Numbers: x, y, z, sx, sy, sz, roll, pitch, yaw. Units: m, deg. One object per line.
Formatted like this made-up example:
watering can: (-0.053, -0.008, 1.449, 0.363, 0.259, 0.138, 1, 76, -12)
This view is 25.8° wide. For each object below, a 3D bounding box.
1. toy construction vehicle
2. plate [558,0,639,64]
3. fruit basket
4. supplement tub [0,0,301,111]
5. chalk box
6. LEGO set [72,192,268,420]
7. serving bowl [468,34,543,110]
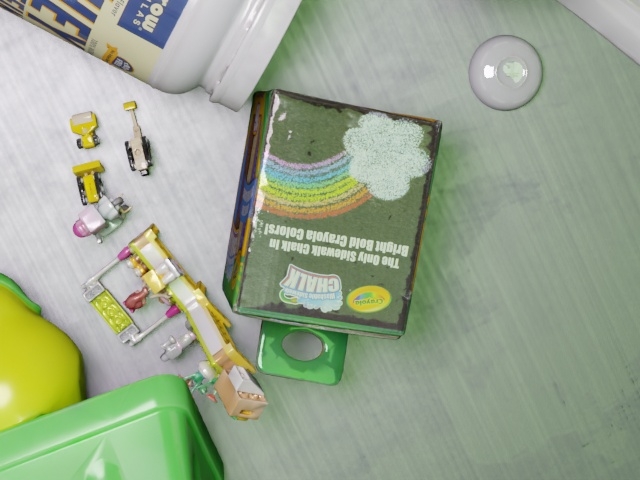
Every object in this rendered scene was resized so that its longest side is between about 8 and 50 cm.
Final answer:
toy construction vehicle: (-0.222, -0.092, 1.481, 0.086, 0.035, 0.098, -17, 83, 4)
plate: (0.359, -0.361, 1.522, 0.277, 0.045, 0.278, 35, 91, -9)
fruit basket: (-0.298, 0.228, 1.429, 0.392, 0.283, 0.392, -5, 55, 7)
supplement tub: (-0.179, -0.287, 1.367, 0.325, 0.235, 0.235, 27, 92, -8)
chalk box: (0.000, 0.000, 1.447, 0.180, 0.179, 0.289, 10, 95, -9)
LEGO set: (-0.165, 0.091, 1.457, 0.107, 0.132, 0.287, -38, 76, 3)
serving bowl: (0.206, -0.184, 1.528, 0.083, 0.027, 0.083, -1, 94, -7)
